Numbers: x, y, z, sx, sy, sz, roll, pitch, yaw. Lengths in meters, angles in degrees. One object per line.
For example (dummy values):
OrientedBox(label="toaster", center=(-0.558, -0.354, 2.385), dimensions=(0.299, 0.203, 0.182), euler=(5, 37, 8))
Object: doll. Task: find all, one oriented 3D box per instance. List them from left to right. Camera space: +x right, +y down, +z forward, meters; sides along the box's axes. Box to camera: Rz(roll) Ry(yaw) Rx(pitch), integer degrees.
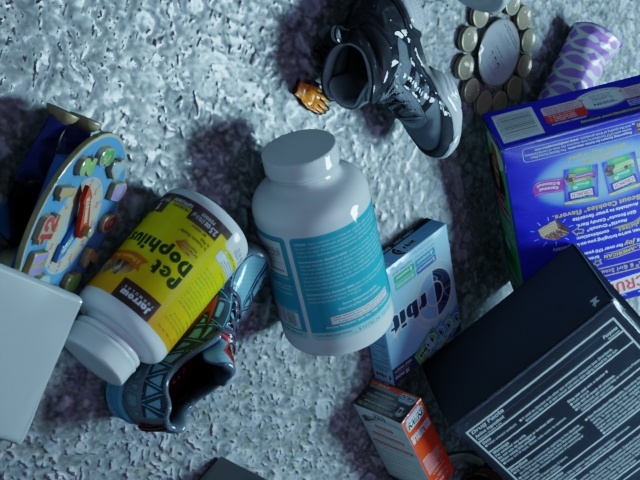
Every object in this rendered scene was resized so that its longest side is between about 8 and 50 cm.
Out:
OrientedBox(label="doll", center=(-0.293, -0.045, 1.388), dimensions=(0.129, 0.046, 0.189), euler=(16, 98, -59))

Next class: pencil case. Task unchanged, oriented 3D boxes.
OrientedBox(label="pencil case", center=(0.381, -0.227, 2.033), dimensions=(0.088, 0.086, 0.206), euler=(26, 84, -13))

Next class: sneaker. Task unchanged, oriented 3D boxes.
OrientedBox(label="sneaker", center=(-0.126, 0.119, 1.562), dimensions=(0.262, 0.125, 0.104), euler=(-54, 136, -15))
OrientedBox(label="sneaker", center=(0.084, -0.189, 1.706), dimensions=(0.153, 0.101, 0.269), euler=(-48, 128, -33))

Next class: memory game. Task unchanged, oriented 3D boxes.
OrientedBox(label="memory game", center=(0.252, -0.270, 1.935), dimensions=(0.186, 0.012, 0.186), euler=(-19, 117, -42))

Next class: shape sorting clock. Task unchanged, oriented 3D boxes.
OrientedBox(label="shape sorting clock", center=(-0.253, -0.015, 1.390), dimensions=(0.206, 0.040, 0.206), euler=(-57, 163, -27))

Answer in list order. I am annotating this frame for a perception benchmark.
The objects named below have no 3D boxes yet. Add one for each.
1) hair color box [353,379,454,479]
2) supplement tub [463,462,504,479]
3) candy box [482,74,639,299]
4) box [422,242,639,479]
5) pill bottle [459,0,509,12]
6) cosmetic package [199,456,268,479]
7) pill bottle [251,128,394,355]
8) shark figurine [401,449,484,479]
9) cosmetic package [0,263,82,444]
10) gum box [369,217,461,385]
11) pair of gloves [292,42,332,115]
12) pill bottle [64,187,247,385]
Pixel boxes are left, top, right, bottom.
OrientedBox(label="hair color box", center=(0.120, 0.281, 1.923), dimensions=(0.053, 0.093, 0.167), euler=(-49, 135, -25))
OrientedBox(label="supplement tub", center=(0.323, 0.384, 2.174), dimensions=(0.198, 0.106, 0.106), euler=(-22, 119, -42))
OrientedBox(label="candy box", center=(0.398, -0.060, 1.976), dimensions=(0.268, 0.122, 0.317), euler=(-14, 123, 1))
OrientedBox(label="box", center=(0.361, 0.217, 1.959), dimensions=(0.296, 0.183, 0.294), euler=(-40, 119, 11))
OrientedBox(label="pill bottle", center=(0.249, -0.410, 1.809), dimensions=(0.193, 0.108, 0.108), euler=(-56, 137, -18))
OrientedBox(label="cosmetic package", center=(-0.088, 0.405, 1.735), dimensions=(0.127, 0.107, 0.238), euler=(-48, 136, -26))
OrientedBox(label="pill bottle", center=(0.000, 0.000, 1.651), dimensions=(0.146, 0.146, 0.264), euler=(-37, 129, -34))
OrientedBox(label="shark figurine", center=(0.140, 0.405, 2.009), dimensions=(0.116, 0.166, 0.278), euler=(98, 18, -53))
OrientedBox(label="cosmetic package", center=(-0.424, 0.037, 1.150), dimensions=(0.385, 0.217, 0.156), euler=(30, 80, -46))
OrientedBox(label="gum box", center=(0.127, 0.086, 1.901), dimensions=(0.157, 0.041, 0.184), euler=(-35, 128, -35))
OrientedBox(label="pair of gloves", center=(0.002, -0.201, 1.686), dimensions=(0.074, 0.010, 0.083), euler=(34, 77, -48))
OrientedBox(label="pill bottle", center=(-0.185, 0.053, 1.488), dimensions=(0.215, 0.117, 0.117), euler=(-52, 135, -22))
